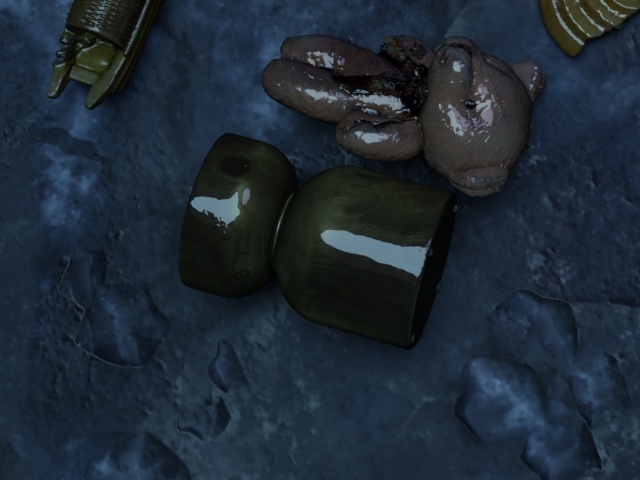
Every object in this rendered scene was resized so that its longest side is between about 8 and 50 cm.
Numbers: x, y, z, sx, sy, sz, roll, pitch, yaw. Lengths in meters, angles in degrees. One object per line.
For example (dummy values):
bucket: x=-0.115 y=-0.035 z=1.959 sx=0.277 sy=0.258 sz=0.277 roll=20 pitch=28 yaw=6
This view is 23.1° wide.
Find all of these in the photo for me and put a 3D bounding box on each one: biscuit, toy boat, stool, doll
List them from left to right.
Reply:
toy boat: x=-0.230 y=-0.296 z=1.815 sx=0.089 sy=0.115 sz=0.310 roll=22 pitch=86 yaw=12
stool: x=0.000 y=0.000 z=1.703 sx=0.264 sy=0.179 sz=0.179 roll=15 pitch=85 yaw=12
doll: x=0.090 y=-0.174 z=1.705 sx=0.303 sy=0.156 sz=0.201 roll=19 pitch=52 yaw=5
biscuit: x=0.332 y=-0.322 z=1.766 sx=0.224 sy=0.033 sz=0.144 roll=-37 pitch=78 yaw=2
